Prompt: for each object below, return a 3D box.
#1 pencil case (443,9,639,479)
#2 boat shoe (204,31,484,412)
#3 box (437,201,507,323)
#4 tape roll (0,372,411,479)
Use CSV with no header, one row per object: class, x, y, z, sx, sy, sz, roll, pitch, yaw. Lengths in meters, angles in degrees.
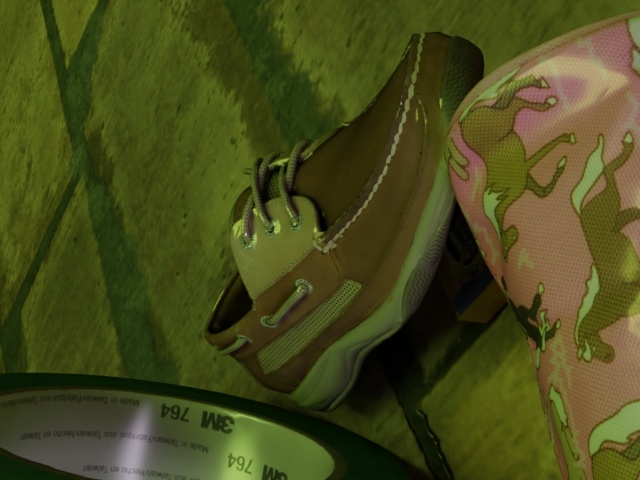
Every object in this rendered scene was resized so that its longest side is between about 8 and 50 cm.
pencil case,0.166,0.091,0.422,0.160,0.167,0.386,83,176,-62
boat shoe,0.000,0.000,0.655,0.324,0.116,0.123,116,172,-48
box,0.113,-0.023,0.643,0.136,0.028,0.081,-56,40,38
tape roll,-0.107,0.156,0.673,0.321,0.321,0.077,16,97,57
